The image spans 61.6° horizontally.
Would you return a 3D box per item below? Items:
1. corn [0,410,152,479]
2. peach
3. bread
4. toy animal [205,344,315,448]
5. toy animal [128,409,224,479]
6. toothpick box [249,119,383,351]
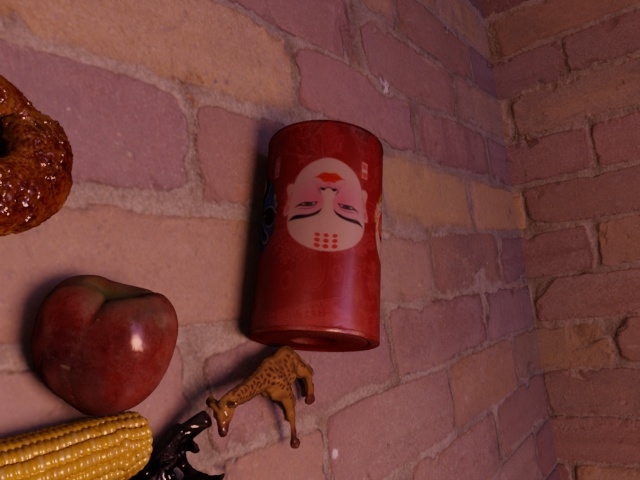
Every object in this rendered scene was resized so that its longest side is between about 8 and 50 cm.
[{"bbox_3d":[-0.284,0.228,0.520,0.248,0.081,0.081,1,80,-53],"label":"corn"},{"bbox_3d":[-0.231,0.118,0.582,0.152,0.152,0.152,20,65,-50],"label":"peach"},{"bbox_3d":[-0.342,-0.091,0.546,0.193,0.064,0.193,26,57,-49],"label":"bread"},{"bbox_3d":[-0.073,0.221,0.792,0.275,0.054,0.149,48,47,-58],"label":"toy animal"},{"bbox_3d":[-0.139,0.332,0.664,0.210,0.117,0.121,66,31,-14],"label":"toy animal"},{"bbox_3d":[0.000,0.000,0.873,0.204,0.204,0.333,27,59,-48],"label":"toothpick box"}]
